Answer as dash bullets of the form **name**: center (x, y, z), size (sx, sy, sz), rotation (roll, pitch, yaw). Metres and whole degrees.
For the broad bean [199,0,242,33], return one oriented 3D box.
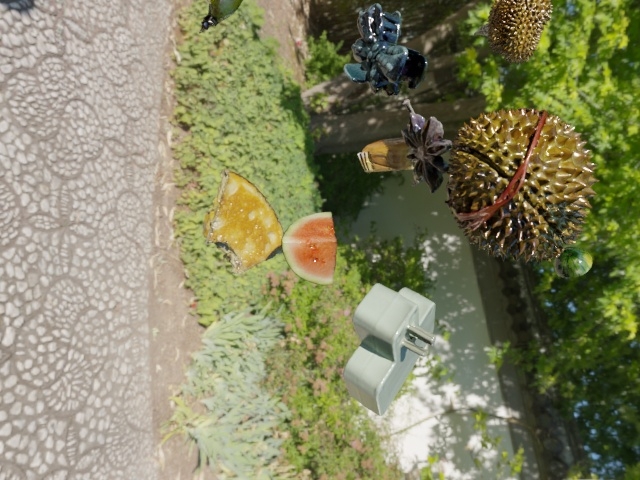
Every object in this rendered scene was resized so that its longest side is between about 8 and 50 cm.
- **broad bean**: center (-0.176, -0.619, 1.051), size (0.077, 0.339, 0.061), rotation (44, 13, -15)

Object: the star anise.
- **star anise**: center (0.288, -0.260, 1.232), size (0.230, 0.081, 0.262), rotation (-164, -123, -80)

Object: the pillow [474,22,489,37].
- **pillow**: center (0.623, -0.719, 1.527), size (0.208, 0.141, 0.055), rotation (-115, -156, -71)

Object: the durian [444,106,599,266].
- **durian**: center (0.458, -0.136, 1.065), size (0.384, 0.348, 0.347), rotation (46, 31, -32)

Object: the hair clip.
- **hair clip**: center (0.207, -0.593, 1.465), size (0.206, 0.195, 0.310), rotation (-45, -128, 43)

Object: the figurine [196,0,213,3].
- **figurine**: center (-0.291, -0.583, 0.974), size (0.109, 0.130, 0.178), rotation (-55, -178, -6)

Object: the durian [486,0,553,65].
- **durian**: center (0.462, -0.513, 1.064), size (0.168, 0.137, 0.158), rotation (86, -20, -47)

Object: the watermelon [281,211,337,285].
- **watermelon**: center (-0.016, 0.005, 1.161), size (0.193, 0.137, 0.145), rotation (44, 21, -32)

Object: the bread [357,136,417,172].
- **bread**: center (0.266, -0.304, 1.594), size (0.136, 0.241, 0.107), rotation (-31, 115, -46)

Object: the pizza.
- **pizza**: center (-0.224, -0.034, 1.262), size (0.223, 0.089, 0.323), rotation (-52, 131, -23)

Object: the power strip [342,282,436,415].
- **power strip**: center (0.155, 0.205, 0.875), size (0.229, 0.141, 0.261), rotation (-50, 149, -24)

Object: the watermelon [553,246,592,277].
- **watermelon**: center (0.730, 0.056, 1.319), size (0.062, 0.106, 0.105), rotation (49, 27, -28)
